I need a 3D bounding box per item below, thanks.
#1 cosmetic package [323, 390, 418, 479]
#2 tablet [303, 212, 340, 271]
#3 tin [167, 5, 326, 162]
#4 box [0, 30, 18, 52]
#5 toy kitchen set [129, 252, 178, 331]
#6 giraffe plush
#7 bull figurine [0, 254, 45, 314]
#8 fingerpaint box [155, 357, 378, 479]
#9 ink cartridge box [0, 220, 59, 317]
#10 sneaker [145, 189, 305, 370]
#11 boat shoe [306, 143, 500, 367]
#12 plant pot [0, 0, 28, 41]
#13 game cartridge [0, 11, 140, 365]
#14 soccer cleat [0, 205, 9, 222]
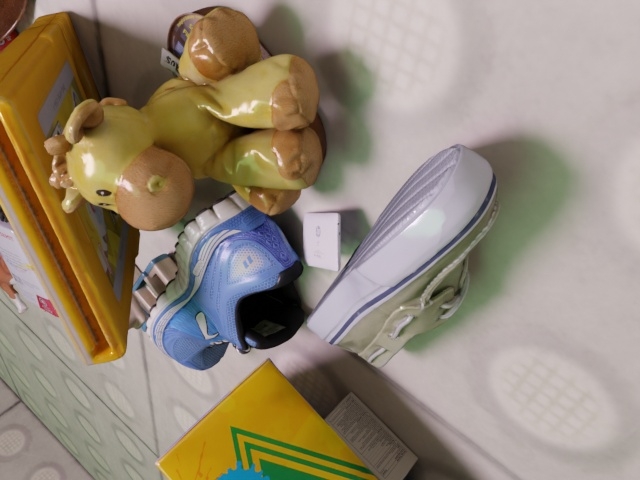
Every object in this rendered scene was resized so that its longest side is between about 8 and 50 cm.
[{"bbox_3d":[0.055,0.249,0.736,0.115,0.060,0.041,45,145,11],"label":"cosmetic package"},{"bbox_3d":[0.000,0.000,0.586,0.083,0.006,0.054,-175,84,-65],"label":"tablet"},{"bbox_3d":[-0.069,-0.131,0.562,0.189,0.040,0.106,51,148,0],"label":"tin"},{"bbox_3d":[-0.489,-0.240,0.841,0.256,0.128,0.123,51,144,-1],"label":"box"},{"bbox_3d":[-0.309,0.091,0.900,0.122,0.166,0.207,51,144,0],"label":"toy kitchen set"},{"bbox_3d":[-0.125,-0.081,0.491,0.210,0.170,0.181,28,138,28],"label":"giraffe plush"},{"bbox_3d":[-0.659,0.061,1.309,0.310,0.101,0.188,-6,119,52],"label":"bull figurine"},{"bbox_3d":[-0.028,0.369,0.778,0.371,0.163,0.445,46,157,7],"label":"fingerpaint box"},{"bbox_3d":[-0.459,0.014,1.026,0.128,0.127,0.176,16,131,38],"label":"ink cartridge box"},{"bbox_3d":[-0.109,0.089,0.717,0.147,0.130,0.330,46,144,12],"label":"sneaker"},{"bbox_3d":[0.075,0.028,0.507,0.094,0.109,0.302,33,152,0],"label":"boat shoe"},{"bbox_3d":[-0.496,-0.366,0.702,0.230,0.215,0.215,59,146,13],"label":"plant pot"},{"bbox_3d":[-0.264,-0.074,0.658,0.323,0.053,0.285,-108,6,-57],"label":"game cartridge"},{"bbox_3d":[-0.532,-0.115,0.969,0.318,0.116,0.108,19,158,48],"label":"soccer cleat"}]
